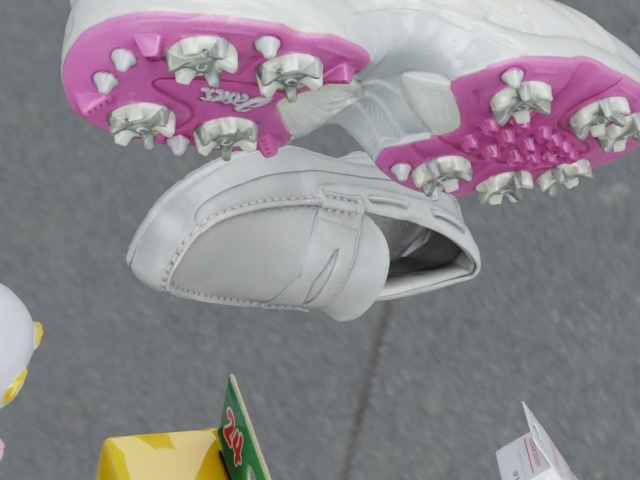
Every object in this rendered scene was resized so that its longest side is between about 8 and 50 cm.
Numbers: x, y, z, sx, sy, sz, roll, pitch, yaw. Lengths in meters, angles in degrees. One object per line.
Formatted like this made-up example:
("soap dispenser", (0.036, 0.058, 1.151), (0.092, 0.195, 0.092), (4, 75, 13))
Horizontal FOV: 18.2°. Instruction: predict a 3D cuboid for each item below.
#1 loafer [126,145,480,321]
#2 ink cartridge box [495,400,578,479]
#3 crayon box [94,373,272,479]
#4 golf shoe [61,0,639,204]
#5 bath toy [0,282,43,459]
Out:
("loafer", (0.000, 0.000, 1.386), (0.111, 0.319, 0.112), (46, 123, 26))
("ink cartridge box", (0.111, 0.125, 0.971), (0.028, 0.048, 0.083), (-32, 107, 9))
("crayon box", (-0.091, 0.262, 1.232), (0.081, 0.318, 0.202), (-2, 42, -22))
("golf shoe", (0.027, -0.099, 0.825), (0.115, 0.306, 0.140), (-34, 58, 40))
("bath toy", (-0.276, 0.145, 1.312), (0.151, 0.129, 0.348), (-42, 25, 36))
